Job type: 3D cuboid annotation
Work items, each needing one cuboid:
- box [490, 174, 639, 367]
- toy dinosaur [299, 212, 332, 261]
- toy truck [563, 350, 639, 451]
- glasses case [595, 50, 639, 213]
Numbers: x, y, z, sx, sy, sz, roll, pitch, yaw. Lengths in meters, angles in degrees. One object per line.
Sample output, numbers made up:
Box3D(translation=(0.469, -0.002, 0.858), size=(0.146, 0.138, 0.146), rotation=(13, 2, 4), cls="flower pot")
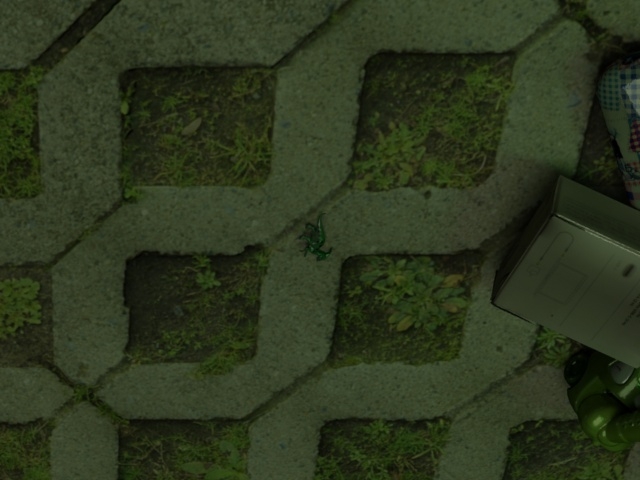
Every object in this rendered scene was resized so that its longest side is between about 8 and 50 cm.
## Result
Box3D(translation=(0.404, 0.050, 1.664), size=(0.251, 0.106, 0.203), rotation=(25, 132, 0), cls="box")
Box3D(translation=(0.000, 0.000, 1.736), size=(0.062, 0.021, 0.083), rotation=(34, 121, -26), cls="toy dinosaur")
Box3D(translation=(0.475, 0.249, 1.785), size=(0.148, 0.211, 0.187), rotation=(38, 133, -20), cls="toy truck")
Box3D(translation=(0.482, -0.119, 1.618), size=(0.125, 0.076, 0.327), rotation=(-17, 121, 14), cls="glasses case")
